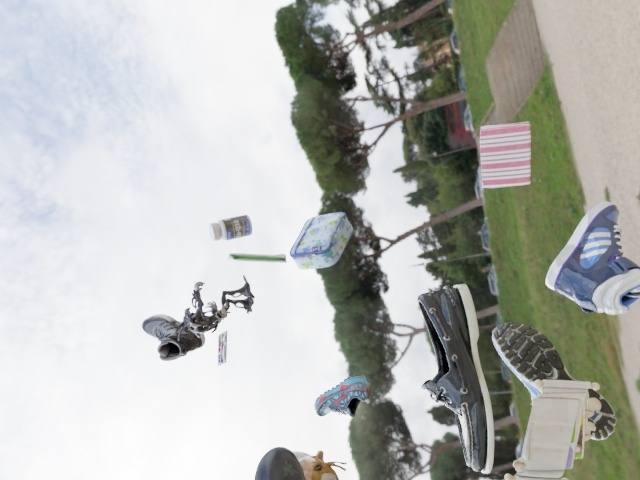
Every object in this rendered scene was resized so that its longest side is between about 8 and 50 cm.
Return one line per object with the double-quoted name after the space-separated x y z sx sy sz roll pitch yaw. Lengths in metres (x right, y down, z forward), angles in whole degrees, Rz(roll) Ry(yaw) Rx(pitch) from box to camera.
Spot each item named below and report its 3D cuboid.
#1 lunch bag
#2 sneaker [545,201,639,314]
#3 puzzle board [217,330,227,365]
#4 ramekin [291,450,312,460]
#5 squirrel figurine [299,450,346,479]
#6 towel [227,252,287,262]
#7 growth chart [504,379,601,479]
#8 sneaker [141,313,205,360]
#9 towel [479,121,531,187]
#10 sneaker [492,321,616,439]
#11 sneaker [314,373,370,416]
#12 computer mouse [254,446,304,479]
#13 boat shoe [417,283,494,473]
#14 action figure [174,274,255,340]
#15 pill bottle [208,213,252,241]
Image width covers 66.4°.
0.000 0.000 1.665 0.090 0.176 0.219 60 -140 -30 "lunch bag"
0.777 0.054 1.280 0.323 0.236 0.130 -46 -46 -15 "sneaker"
-0.399 0.437 1.977 0.011 0.096 0.128 9 -115 -27 "puzzle board"
-0.112 0.918 1.815 0.127 0.272 0.273 71 -161 -53 "ramekin"
0.032 0.861 1.515 0.281 0.370 0.397 -33 -24 -31 "squirrel figurine"
-0.272 0.074 2.089 0.325 0.247 0.038 169 102 -81 "towel"
0.485 0.395 1.005 0.021 0.171 0.238 -159 84 -78 "growth chart"
-0.572 0.356 1.796 0.153 0.268 0.102 -37 -44 -66 "sneaker"
0.564 -0.258 1.491 0.029 0.144 0.197 -55 -41 -59 "towel"
0.540 0.350 1.199 0.330 0.129 0.147 52 160 25 "sneaker"
0.080 0.618 1.853 0.104 0.262 0.125 20 -143 -44 "sneaker"
-0.086 0.611 1.098 0.188 0.072 0.273 15 -117 -26 "computer mouse"
0.243 0.251 0.915 0.127 0.112 0.341 84 -177 -75 "boat shoe"
-0.356 0.220 1.603 0.141 0.275 0.164 55 162 35 "action figure"
-0.312 -0.041 1.694 0.137 0.078 0.078 -14 -89 -25 "pill bottle"
